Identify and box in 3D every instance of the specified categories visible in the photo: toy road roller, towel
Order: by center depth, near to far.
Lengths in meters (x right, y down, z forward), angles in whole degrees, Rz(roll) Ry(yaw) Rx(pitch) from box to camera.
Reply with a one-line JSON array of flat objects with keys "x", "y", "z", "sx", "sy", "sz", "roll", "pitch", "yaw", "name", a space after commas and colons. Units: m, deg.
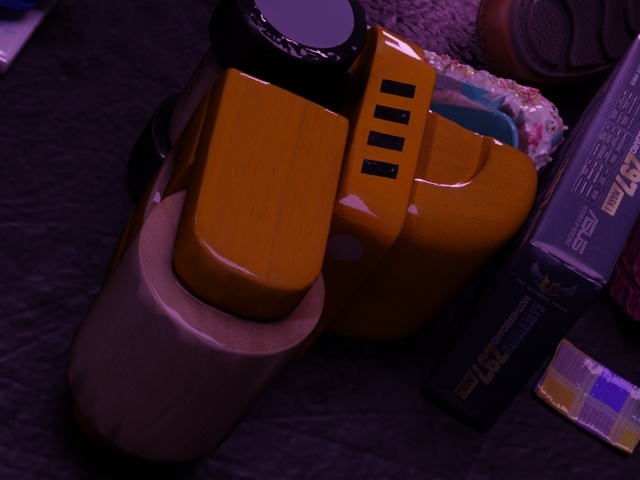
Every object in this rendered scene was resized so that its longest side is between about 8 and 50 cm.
[{"x": 0.000, "y": 0.000, "z": 1.197, "sx": 0.240, "sy": 0.202, "sz": 0.329, "roll": 25, "pitch": 47, "yaw": -11, "name": "toy road roller"}, {"x": 0.192, "y": 0.109, "z": 1.320, "sx": 0.083, "sy": 0.009, "sz": 0.060, "roll": 35, "pitch": 48, "yaw": 5, "name": "towel"}]

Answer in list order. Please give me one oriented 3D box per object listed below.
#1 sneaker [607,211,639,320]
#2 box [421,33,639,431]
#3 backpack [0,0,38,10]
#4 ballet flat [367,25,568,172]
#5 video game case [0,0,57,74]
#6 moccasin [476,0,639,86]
[{"x": 0.277, "y": -0.038, "z": 1.409, "sx": 0.111, "sy": 0.103, "sz": 0.252, "roll": 17, "pitch": 50, "yaw": -8, "name": "sneaker"}, {"x": 0.165, "y": -0.006, "z": 1.283, "sx": 0.059, "sy": 0.183, "sz": 0.233, "roll": 31, "pitch": 48, "yaw": 1, "name": "box"}, {"x": -0.218, "y": -0.229, "z": 1.325, "sx": 0.101, "sy": 0.098, "sz": 0.120, "roll": 11, "pitch": 39, "yaw": -42, "name": "backpack"}, {"x": 0.072, "y": -0.099, "z": 1.354, "sx": 0.241, "sy": 0.091, "sz": 0.077, "roll": 28, "pitch": 28, "yaw": 33, "name": "ballet flat"}, {"x": -0.264, "y": -0.202, "z": 1.358, "sx": 0.157, "sy": 0.019, "sz": 0.143, "roll": 28, "pitch": 49, "yaw": -2, "name": "video game case"}, {"x": 0.200, "y": -0.235, "z": 1.505, "sx": 0.147, "sy": 0.139, "sz": 0.380, "roll": -4, "pitch": 35, "yaw": 30, "name": "moccasin"}]
